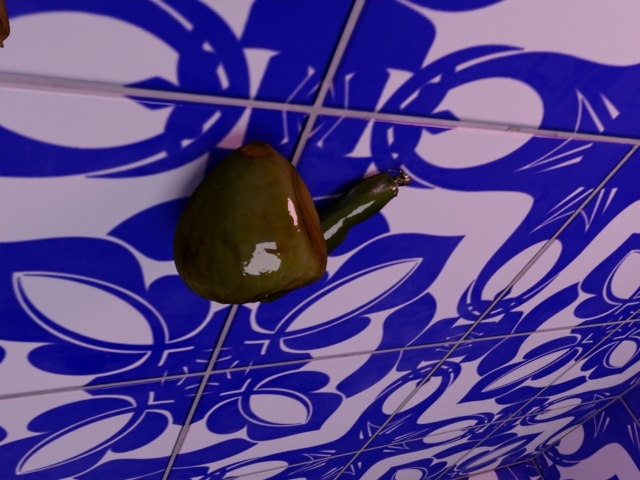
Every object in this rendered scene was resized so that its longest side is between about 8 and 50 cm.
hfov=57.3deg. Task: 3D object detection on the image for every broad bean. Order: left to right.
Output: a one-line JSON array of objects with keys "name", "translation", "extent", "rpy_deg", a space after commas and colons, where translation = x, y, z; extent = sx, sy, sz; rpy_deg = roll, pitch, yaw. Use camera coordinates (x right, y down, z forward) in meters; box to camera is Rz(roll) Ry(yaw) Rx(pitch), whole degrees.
[{"name": "broad bean", "translation": [-0.002, -0.001, 0.695], "extent": [0.254, 0.046, 0.065], "rpy_deg": [-41, 154, 22]}]

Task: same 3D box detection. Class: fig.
[{"name": "fig", "translation": [-0.063, -0.013, 0.580], "extent": [0.154, 0.144, 0.165], "rpy_deg": [18, 129, 5]}]

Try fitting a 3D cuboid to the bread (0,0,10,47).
[{"name": "bread", "translation": [-0.175, -0.187, 0.208], "extent": [0.070, 0.236, 0.236], "rpy_deg": [-10, 142, -18]}]
